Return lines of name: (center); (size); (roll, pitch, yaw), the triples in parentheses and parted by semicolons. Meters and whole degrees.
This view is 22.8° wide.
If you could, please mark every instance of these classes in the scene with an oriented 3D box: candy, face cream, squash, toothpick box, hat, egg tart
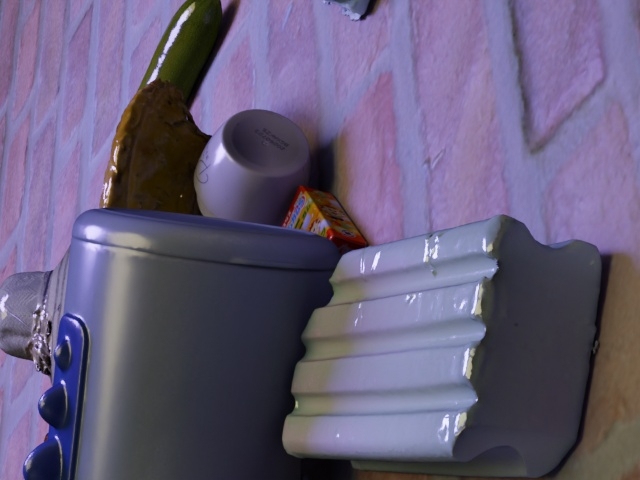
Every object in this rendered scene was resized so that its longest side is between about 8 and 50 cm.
candy: (0.000, 0.000, 1.513); (0.062, 0.038, 0.122); (-65, 25, 18)
face cream: (-0.067, -0.065, 1.597); (0.104, 0.117, 0.117); (111, 161, -48)
squash: (-0.191, -0.212, 2.038); (0.258, 0.069, 0.069); (-61, 26, 24)
toothpick box: (-0.130, 0.157, 1.388); (0.263, 0.263, 0.355); (-168, 84, -66)
hat: (-0.366, 0.097, 2.043); (0.252, 0.110, 0.252); (-175, 90, -87)
egg tart: (-0.169, -0.052, 1.684); (0.241, 0.106, 0.241); (12, -90, -83)

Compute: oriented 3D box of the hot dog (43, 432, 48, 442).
hot dog: (-0.312, 0.306, 1.950); (0.099, 0.065, 0.147); (-19, 68, 61)

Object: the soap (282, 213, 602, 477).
soap: (0.084, 0.089, 1.202); (0.289, 0.095, 0.173); (-15, 61, 63)

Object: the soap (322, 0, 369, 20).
soap: (0.035, -0.366, 1.632); (0.150, 0.094, 0.261); (-131, 60, -68)
